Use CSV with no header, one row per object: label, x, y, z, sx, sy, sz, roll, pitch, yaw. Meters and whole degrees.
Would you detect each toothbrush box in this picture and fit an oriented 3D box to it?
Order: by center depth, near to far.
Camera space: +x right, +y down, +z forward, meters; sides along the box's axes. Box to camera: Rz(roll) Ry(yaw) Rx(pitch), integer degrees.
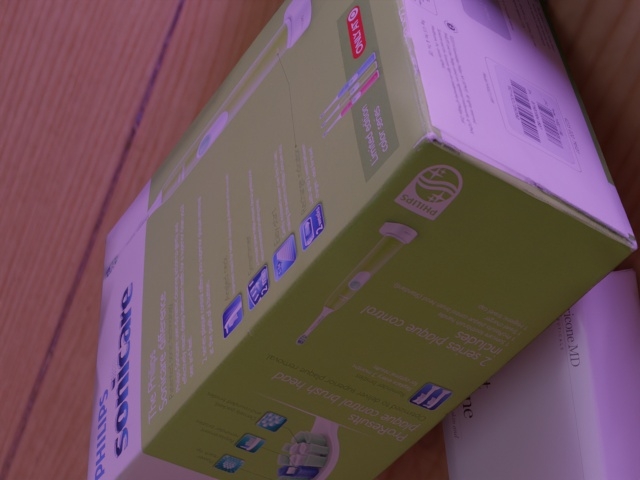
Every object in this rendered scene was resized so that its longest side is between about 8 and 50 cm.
toothbrush box,0.000,0.000,0.637,0.283,0.122,0.206,-47,31,31

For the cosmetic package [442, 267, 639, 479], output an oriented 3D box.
cosmetic package,0.121,0.139,0.628,0.099,0.060,0.239,-11,84,41
